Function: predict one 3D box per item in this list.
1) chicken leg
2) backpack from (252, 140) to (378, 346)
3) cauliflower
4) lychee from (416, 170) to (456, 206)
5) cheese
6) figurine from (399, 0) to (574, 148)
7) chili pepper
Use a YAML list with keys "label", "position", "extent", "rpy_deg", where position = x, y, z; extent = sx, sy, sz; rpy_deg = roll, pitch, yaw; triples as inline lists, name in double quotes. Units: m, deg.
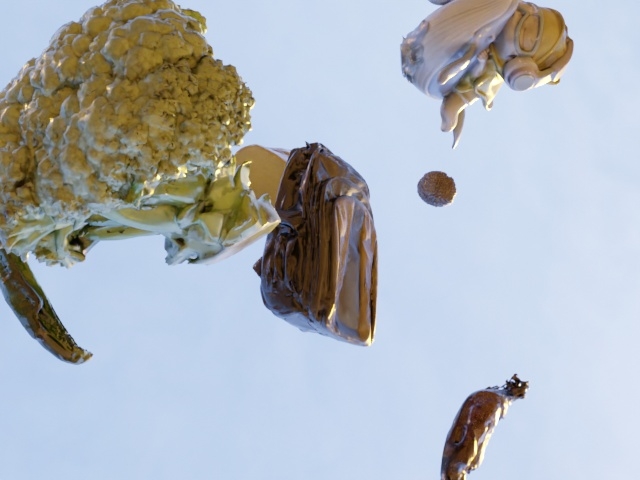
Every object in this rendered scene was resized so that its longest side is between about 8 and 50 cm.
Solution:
- label: "chicken leg"
  position: [0.238, 0.263, 1.334]
  extent: [0.051, 0.106, 0.253]
  rpy_deg: [12, -143, 34]
- label: "backpack"
  position: [0.000, 0.000, 1.182]
  extent: [0.133, 0.206, 0.258]
  rpy_deg: [1, -106, 25]
- label: "cauliflower"
  position: [-0.152, -0.060, 0.778]
  extent: [0.250, 0.272, 0.275]
  rpy_deg: [40, -162, -19]
- label: "lychee"
  position: [0.219, -0.098, 1.744]
  extent: [0.068, 0.067, 0.083]
  rpy_deg: [-8, -139, -27]
- label: "cheese"
  position: [-0.065, -0.096, 1.430]
  extent: [0.123, 0.094, 0.167]
  rpy_deg: [43, -170, 8]
- label: "figurine"
  position: [0.175, -0.198, 1.010]
  extent: [0.183, 0.208, 0.128]
  rpy_deg: [1, -118, -7]
- label: "chili pepper"
  position: [-0.438, 0.028, 1.320]
  extent: [0.076, 0.085, 0.359]
  rpy_deg: [-28, -84, -18]
